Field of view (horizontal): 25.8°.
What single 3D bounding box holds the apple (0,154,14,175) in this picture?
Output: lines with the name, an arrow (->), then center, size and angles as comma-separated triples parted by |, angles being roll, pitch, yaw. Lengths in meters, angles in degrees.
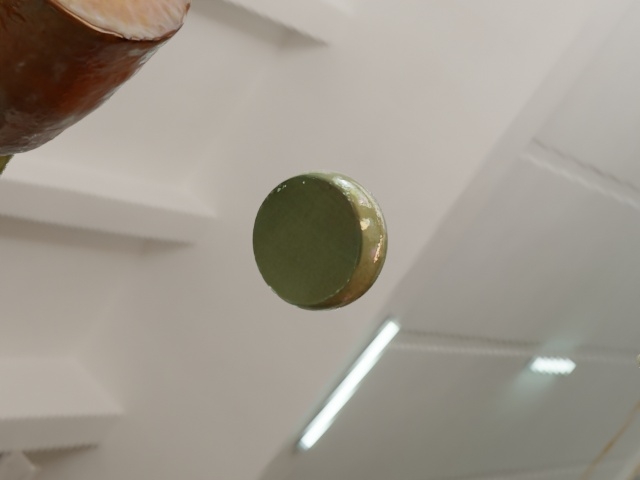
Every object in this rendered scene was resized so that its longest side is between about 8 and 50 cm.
apple -> -0.422, -0.154, 1.405 | 0.279, 0.279, 0.279 | -37, -28, -24

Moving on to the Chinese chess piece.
Chinese chess piece -> 0.000, 0.000, 0.824 | 0.034, 0.084, 0.084 | 2, -55, -57

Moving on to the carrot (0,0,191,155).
carrot -> -0.204, -0.145, 0.981 | 0.159, 0.159, 0.225 | -20, -15, -45

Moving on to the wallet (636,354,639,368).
wallet -> 0.225, 0.043, 0.642 | 0.155, 0.039, 0.110 | -37, 13, 16
